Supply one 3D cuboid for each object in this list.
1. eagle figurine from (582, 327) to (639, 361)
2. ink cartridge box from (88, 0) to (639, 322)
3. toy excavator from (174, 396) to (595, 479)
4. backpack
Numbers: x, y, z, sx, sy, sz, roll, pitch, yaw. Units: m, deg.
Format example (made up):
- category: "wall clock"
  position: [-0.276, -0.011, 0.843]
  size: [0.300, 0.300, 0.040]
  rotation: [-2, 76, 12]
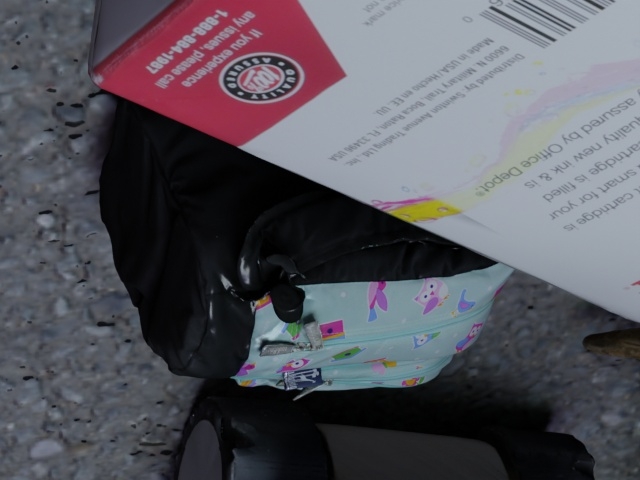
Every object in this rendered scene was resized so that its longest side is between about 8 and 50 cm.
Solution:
- category: "eagle figurine"
  position: [0.305, 0.156, 0.984]
  size: [0.225, 0.226, 0.298]
  rotation: [-35, 127, -1]
- category: "ink cartridge box"
  position: [0.098, -0.100, 0.727]
  size: [0.306, 0.131, 0.226]
  rotation: [21, 145, -32]
- category: "toy excavator"
  position: [0.069, 0.255, 0.873]
  size: [0.222, 0.445, 0.433]
  rotation: [9, 130, -22]
- category: "backpack"
  position: [0.000, 0.000, 0.843]
  size: [0.182, 0.152, 0.115]
  rotation: [0, 140, -30]
